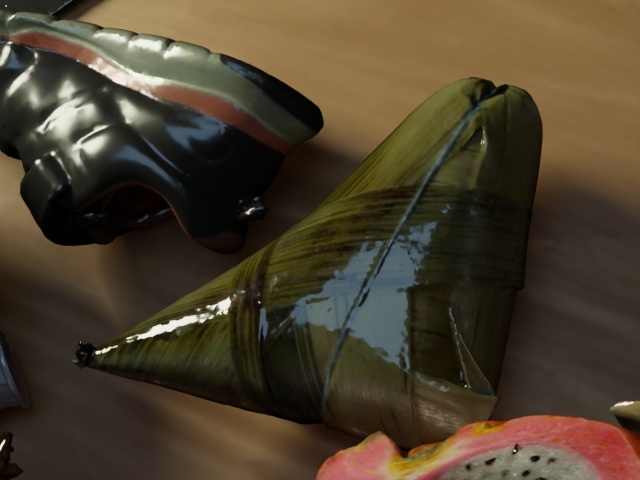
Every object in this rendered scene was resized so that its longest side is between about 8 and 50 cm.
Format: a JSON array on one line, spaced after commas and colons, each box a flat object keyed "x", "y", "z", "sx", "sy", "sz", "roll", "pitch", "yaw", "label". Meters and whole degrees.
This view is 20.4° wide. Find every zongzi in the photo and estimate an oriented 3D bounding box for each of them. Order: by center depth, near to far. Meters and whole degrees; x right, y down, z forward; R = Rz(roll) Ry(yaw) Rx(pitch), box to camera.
[{"x": 0.000, "y": 0.000, "z": 1.029, "sx": 0.242, "sy": 0.112, "sz": 0.221, "roll": 12, "pitch": 72, "yaw": 8, "label": "zongzi"}]

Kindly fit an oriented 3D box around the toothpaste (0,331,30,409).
[{"x": -0.294, "y": 0.120, "z": 1.073, "sx": 0.234, "sy": 0.089, "sz": 0.057, "roll": -21, "pitch": 47, "yaw": -2, "label": "toothpaste"}]

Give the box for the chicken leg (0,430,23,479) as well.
[{"x": -0.302, "y": 0.251, "z": 0.993, "sx": 0.361, "sy": 0.140, "sz": 0.211, "roll": -21, "pitch": 44, "yaw": 14, "label": "chicken leg"}]

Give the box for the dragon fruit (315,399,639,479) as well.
[{"x": 0.102, "y": 0.199, "z": 0.851, "sx": 0.291, "sy": 0.189, "sz": 0.290, "roll": -13, "pitch": 39, "yaw": 11, "label": "dragon fruit"}]

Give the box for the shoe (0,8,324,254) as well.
[{"x": -0.143, "y": -0.063, "z": 1.102, "sx": 0.291, "sy": 0.114, "sz": 0.137, "roll": 15, "pitch": 87, "yaw": 23, "label": "shoe"}]

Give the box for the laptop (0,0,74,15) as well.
[{"x": -0.201, "y": -0.207, "z": 1.219, "sx": 0.197, "sy": 0.016, "sz": 0.135, "roll": -35, "pitch": 67, "yaw": -2, "label": "laptop"}]
